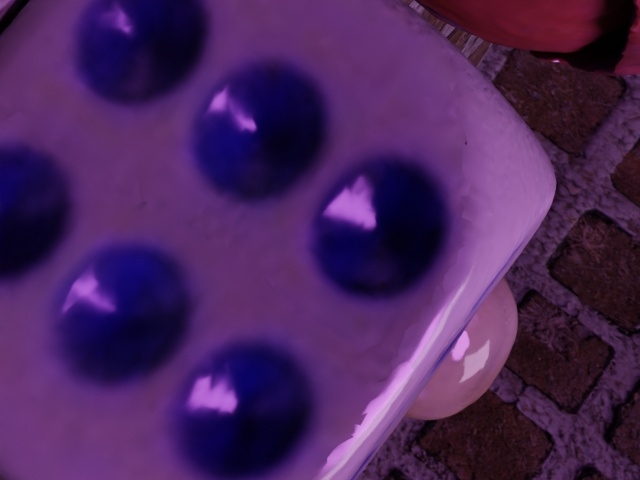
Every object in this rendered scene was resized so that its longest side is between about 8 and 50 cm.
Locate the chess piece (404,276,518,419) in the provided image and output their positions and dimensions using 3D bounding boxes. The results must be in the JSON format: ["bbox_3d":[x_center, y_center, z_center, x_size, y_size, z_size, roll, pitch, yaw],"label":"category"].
[{"bbox_3d":[0.000,0.000,1.263,0.167,0.300,0.167,-53,176,-6],"label":"chess piece"}]

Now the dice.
[{"bbox_3d":[-0.056,0.009,1.022,0.304,0.277,0.304,-50,175,-4],"label":"dice"}]

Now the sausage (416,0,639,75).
[{"bbox_3d":[0.050,-0.173,0.739,0.152,0.280,0.152,-57,176,-7],"label":"sausage"}]
